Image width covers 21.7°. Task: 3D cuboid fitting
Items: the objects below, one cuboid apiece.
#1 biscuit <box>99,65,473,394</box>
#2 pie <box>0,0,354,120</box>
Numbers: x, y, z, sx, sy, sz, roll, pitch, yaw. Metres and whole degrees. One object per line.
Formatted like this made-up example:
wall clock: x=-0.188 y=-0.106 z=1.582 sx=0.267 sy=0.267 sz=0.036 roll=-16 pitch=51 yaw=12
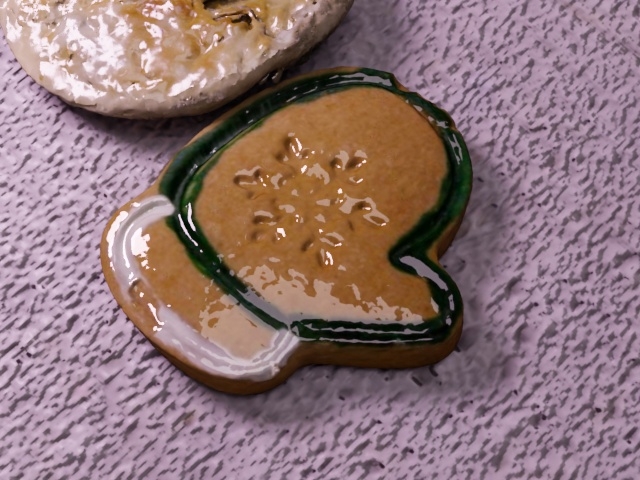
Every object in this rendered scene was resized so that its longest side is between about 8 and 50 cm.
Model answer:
biscuit: x=0.000 y=-0.001 z=1.415 sx=0.344 sy=0.057 sz=0.287 roll=-37 pitch=71 yaw=-23
pie: x=-0.132 y=-0.244 z=1.519 sx=0.339 sy=0.077 sz=0.339 roll=1 pitch=59 yaw=-1
